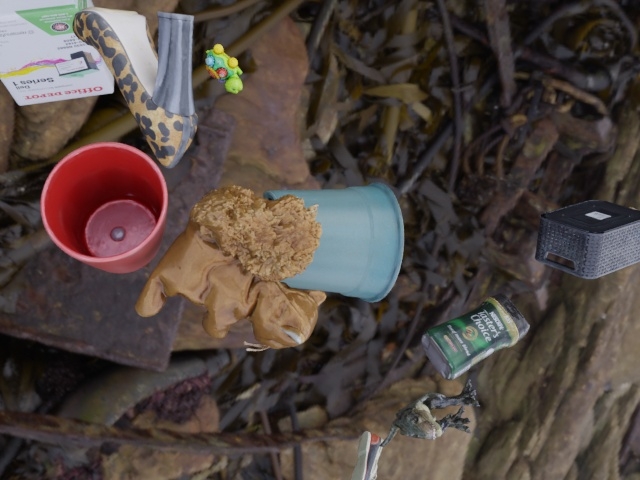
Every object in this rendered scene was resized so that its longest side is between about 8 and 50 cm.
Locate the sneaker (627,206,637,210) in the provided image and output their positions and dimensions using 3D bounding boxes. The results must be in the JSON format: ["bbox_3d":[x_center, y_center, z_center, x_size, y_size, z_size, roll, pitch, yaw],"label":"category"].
[{"bbox_3d":[0.719,-0.042,1.631,0.032,0.083,0.037,-42,144,-4],"label":"sneaker"}]

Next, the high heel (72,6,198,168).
[{"bbox_3d":[-0.253,-0.201,0.934,0.093,0.261,0.186,-11,112,-45],"label":"high heel"}]

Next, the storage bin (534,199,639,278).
[{"bbox_3d":[0.480,-0.007,1.273,0.180,0.122,0.084,-15,116,-34],"label":"storage bin"}]

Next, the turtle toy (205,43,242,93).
[{"bbox_3d":[-0.243,-0.431,1.826,0.130,0.095,0.066,43,83,-3],"label":"turtle toy"}]

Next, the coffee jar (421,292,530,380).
[{"bbox_3d":[0.283,0.171,1.309,0.184,0.096,0.079,-25,150,-18],"label":"coffee jar"}]

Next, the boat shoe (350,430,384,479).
[{"bbox_3d":[0.091,0.435,1.381,0.043,0.049,0.137,29,51,-17],"label":"boat shoe"}]

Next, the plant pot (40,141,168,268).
[{"bbox_3d":[-0.472,-0.049,1.647,0.275,0.275,0.243,-47,172,-18],"label":"plant pot"}]

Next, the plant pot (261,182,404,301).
[{"bbox_3d":[0.000,0.000,1.988,0.334,0.341,0.341,2,110,-25],"label":"plant pot"}]

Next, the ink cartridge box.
[{"bbox_3d":[-0.527,-0.387,1.379,0.201,0.117,0.278,-9,160,-5],"label":"ink cartridge box"}]

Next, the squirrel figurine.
[{"bbox_3d":[-0.151,0.077,1.648,0.397,0.370,0.281,-57,178,31],"label":"squirrel figurine"}]

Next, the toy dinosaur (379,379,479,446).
[{"bbox_3d":[0.147,0.239,0.969,0.118,0.064,0.268,-14,161,-7],"label":"toy dinosaur"}]
